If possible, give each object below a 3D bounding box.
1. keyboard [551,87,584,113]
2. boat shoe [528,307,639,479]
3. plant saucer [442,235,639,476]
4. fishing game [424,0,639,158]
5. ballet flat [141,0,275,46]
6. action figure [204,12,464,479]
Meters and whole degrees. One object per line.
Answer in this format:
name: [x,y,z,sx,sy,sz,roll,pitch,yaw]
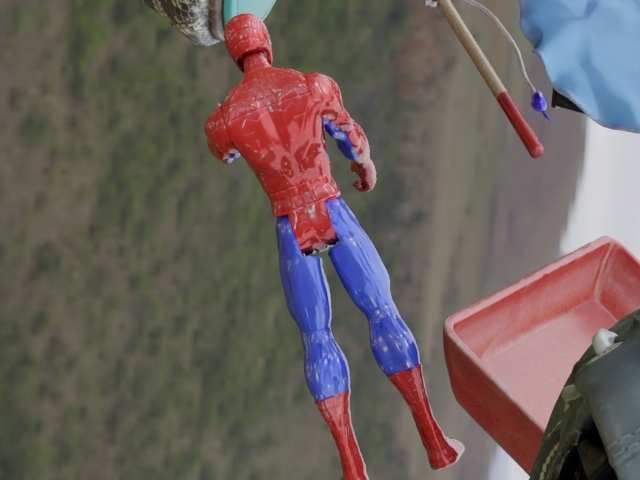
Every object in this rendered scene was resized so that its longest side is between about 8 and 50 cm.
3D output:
keyboard: [0.189,-0.167,1.350,0.023,0.108,0.180,-41,140,-48]
boat shoe: [0.095,0.080,0.621,0.319,0.099,0.116,111,-44,-71]
plant saucer: [0.203,0.124,1.179,0.048,0.259,0.258,-53,164,28]
fishing game: [0.199,-0.114,1.158,0.041,0.264,0.189,106,-35,-47]
ballet flat: [-0.082,-0.331,1.349,0.164,0.182,0.483,-53,169,-37]
action figure: [0.000,0.000,1.182,0.139,0.091,0.280,-80,151,-85]
